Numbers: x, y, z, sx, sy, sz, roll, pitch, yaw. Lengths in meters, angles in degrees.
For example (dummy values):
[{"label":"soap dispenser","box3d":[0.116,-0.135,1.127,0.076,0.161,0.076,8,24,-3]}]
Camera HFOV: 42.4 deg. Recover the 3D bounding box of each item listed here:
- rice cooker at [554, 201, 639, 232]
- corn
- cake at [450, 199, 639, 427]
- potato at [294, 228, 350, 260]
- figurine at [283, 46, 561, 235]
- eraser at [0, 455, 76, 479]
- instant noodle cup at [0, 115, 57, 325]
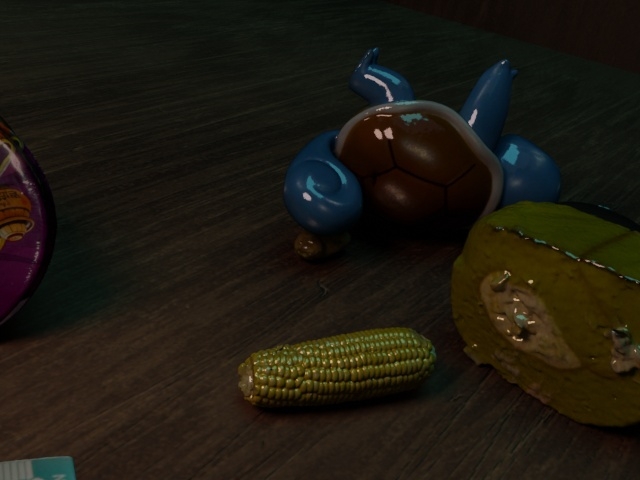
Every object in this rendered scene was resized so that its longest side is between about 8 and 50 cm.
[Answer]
[{"label":"rice cooker","box3d":[0.344,0.018,1.074,0.142,0.118,0.203,26,29,28]},{"label":"corn","box3d":[0.022,0.123,0.799,0.206,0.067,0.067,-3,29,-25]},{"label":"cake","box3d":[0.263,0.074,0.865,0.260,0.179,0.156,27,30,36]},{"label":"potato","box3d":[0.000,0.000,1.065,0.092,0.045,0.047,-19,80,-44]},{"label":"figurine","box3d":[0.128,-0.118,1.119,0.416,0.298,0.243,-1,47,-26]},{"label":"eraser","box3d":[-0.191,0.230,0.520,0.095,0.052,0.225,0,28,-24]},{"label":"instant noodle cup","box3d":[-0.391,-0.042,0.805,0.251,0.251,0.190,0,19,-20]}]
